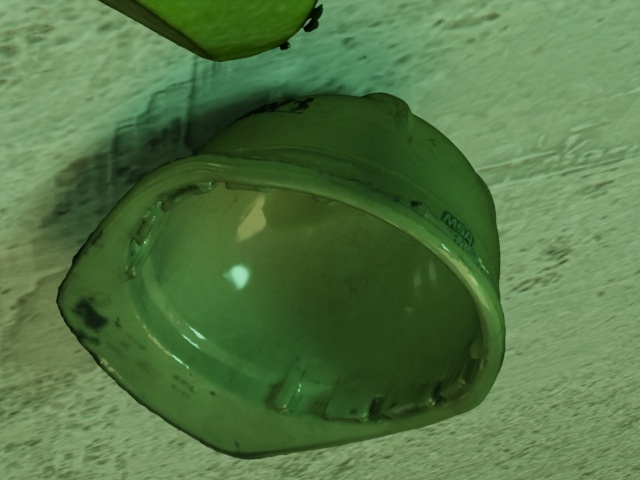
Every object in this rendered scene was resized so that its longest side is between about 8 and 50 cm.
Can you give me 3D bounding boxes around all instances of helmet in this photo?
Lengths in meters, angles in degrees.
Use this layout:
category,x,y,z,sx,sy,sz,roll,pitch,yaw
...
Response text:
category,x,y,z,sx,sy,sz,roll,pitch,yaw
helmet,-0.002,-0.001,0.980,0.258,0.137,0.204,-20,123,41

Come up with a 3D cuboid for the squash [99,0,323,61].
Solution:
category,x,y,z,sx,sy,sz,roll,pitch,yaw
squash,-0.141,-0.129,0.554,0.261,0.189,0.189,-11,154,-27
